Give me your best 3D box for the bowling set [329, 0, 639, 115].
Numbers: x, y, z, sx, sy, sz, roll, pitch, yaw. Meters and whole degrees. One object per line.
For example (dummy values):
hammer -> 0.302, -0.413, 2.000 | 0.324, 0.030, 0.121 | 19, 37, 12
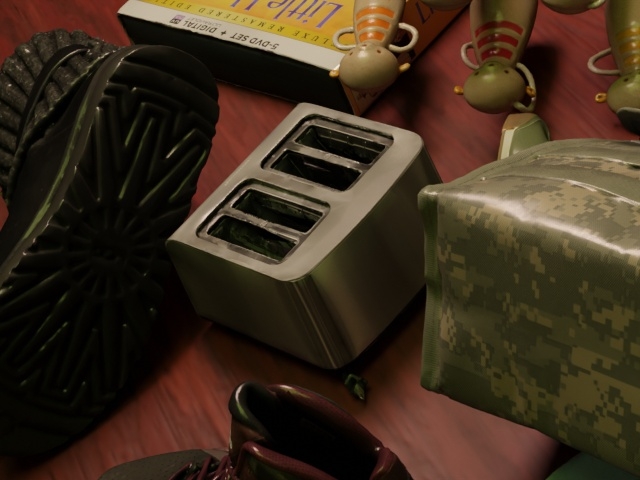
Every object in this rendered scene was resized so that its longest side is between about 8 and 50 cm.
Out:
bowling set -> 0.138, -0.204, 1.248 | 0.287, 0.200, 0.154 | 0, 47, 12

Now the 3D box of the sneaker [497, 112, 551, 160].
sneaker -> 0.169, -0.019, 1.172 | 0.086, 0.064, 0.192 | -1, 46, 18

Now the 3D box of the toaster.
toaster -> 0.000, 0.000, 1.201 | 0.186, 0.110, 0.168 | 20, 59, 42

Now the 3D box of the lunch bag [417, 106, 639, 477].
lunch bag -> 0.241, 0.018, 0.986 | 0.287, 0.169, 0.235 | -20, 28, -39

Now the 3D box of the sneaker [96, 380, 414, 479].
sneaker -> -0.053, 0.143, 1.030 | 0.281, 0.162, 0.106 | 1, 47, 29

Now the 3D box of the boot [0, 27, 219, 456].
boot -> -0.220, -0.010, 1.305 | 0.260, 0.131, 0.348 | 13, 75, 58

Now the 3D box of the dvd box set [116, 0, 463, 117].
dvd box set -> 0.045, -0.300, 1.543 | 0.308, 0.062, 0.420 | 21, 58, 42

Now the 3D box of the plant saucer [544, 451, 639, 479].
plant saucer -> 0.204, 0.193, 0.935 | 0.195, 0.037, 0.195 | -16, 40, 14
